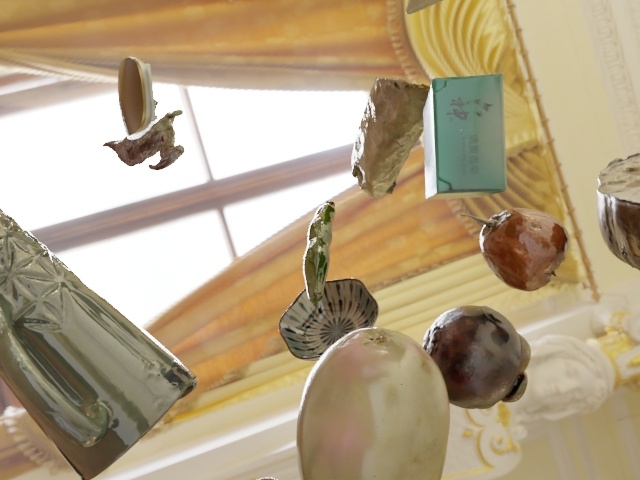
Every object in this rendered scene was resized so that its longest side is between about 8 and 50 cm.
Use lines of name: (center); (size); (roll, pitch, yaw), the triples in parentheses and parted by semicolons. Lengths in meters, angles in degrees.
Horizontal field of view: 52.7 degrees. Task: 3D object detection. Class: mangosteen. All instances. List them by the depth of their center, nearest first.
mangosteen: (0.287, 0.217, 1.196); (0.210, 0.210, 0.209); (163, -90, -77)

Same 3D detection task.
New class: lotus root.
lotus root: (0.592, -0.042, 1.056); (0.272, 0.272, 0.192); (-142, -143, -68)

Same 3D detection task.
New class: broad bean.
broad bean: (0.000, -0.001, 1.076); (0.297, 0.043, 0.060); (-80, 170, -54)

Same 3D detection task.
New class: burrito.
burrito: (0.141, -0.237, 1.330); (0.175, 0.107, 0.347); (64, -30, 27)

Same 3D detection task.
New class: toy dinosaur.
toy dinosaur: (-0.390, -0.239, 1.469); (0.077, 0.162, 0.294); (38, -18, -35)

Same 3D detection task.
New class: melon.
melon: (0.074, 0.284, 0.945); (0.223, 0.223, 0.317); (-132, -138, -61)

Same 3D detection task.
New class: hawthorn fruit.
hawthorn fruit: (0.355, -0.004, 1.150); (0.189, 0.149, 0.149); (57, -14, 2)

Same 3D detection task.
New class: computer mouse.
computer mouse: (-0.262, -0.196, 0.910); (0.199, 0.045, 0.102); (-164, -111, -70)

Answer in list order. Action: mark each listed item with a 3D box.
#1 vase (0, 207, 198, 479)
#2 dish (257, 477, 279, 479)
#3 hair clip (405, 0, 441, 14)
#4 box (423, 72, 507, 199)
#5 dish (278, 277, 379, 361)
vase: (-0.277, 0.105, 0.672); (0.301, 0.156, 0.251); (49, -4, -7)
dish: (-0.047, 0.412, 0.783); (0.081, 0.229, 0.229); (30, 18, -39)
hair clip: (0.269, -0.583, 1.262); (0.113, 0.282, 0.172); (42, 0, 37)
box: (0.200, -0.138, 0.925); (0.245, 0.092, 0.153); (-23, 110, -83)
dish: (0.023, 0.157, 1.167); (0.190, 0.191, 0.066); (57, -5, 50)
